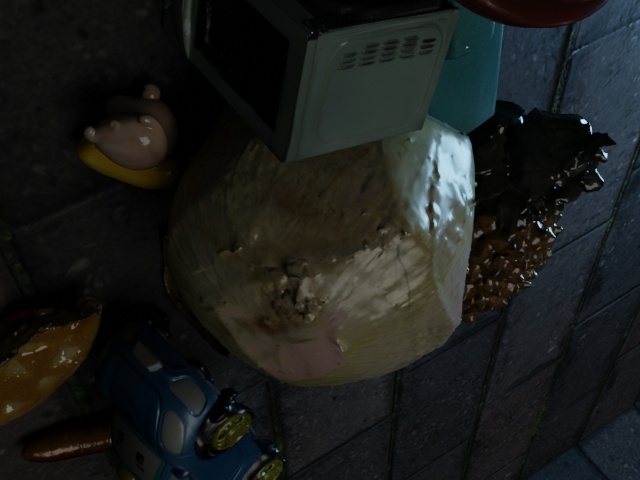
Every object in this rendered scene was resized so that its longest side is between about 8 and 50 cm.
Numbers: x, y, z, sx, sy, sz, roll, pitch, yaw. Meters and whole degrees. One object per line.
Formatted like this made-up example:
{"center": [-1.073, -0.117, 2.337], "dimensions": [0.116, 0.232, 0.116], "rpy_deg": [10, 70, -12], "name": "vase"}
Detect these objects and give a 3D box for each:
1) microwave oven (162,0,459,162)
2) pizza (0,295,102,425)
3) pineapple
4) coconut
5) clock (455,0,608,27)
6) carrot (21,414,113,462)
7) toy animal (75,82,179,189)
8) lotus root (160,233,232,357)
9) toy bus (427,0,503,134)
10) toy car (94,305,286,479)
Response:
{"center": [-0.015, -0.181, 0.684], "dimensions": [0.162, 0.208, 0.122], "rpy_deg": [-18, 141, -30], "name": "microwave oven"}
{"center": [-0.328, 0.136, 0.883], "dimensions": [0.246, 0.058, 0.127], "rpy_deg": [-43, 148, 7], "name": "pizza"}
{"center": [0.203, -0.053, 0.990], "dimensions": [0.223, 0.223, 0.357], "rpy_deg": [-22, 161, -26], "name": "pineapple"}
{"center": [0.000, 0.000, 0.799], "dimensions": [0.297, 0.254, 0.297], "rpy_deg": [7, 145, 5], "name": "coconut"}
{"center": [0.153, -0.325, 0.672], "dimensions": [0.318, 0.080, 0.318], "rpy_deg": [1, 88, -34], "name": "clock"}
{"center": [-0.300, 0.247, 1.054], "dimensions": [0.139, 0.048, 0.048], "rpy_deg": [-5, 133, -40], "name": "carrot"}
{"center": [-0.169, -0.100, 0.759], "dimensions": [0.114, 0.091, 0.082], "rpy_deg": [76, 25, -70], "name": "toy animal"}
{"center": [-0.112, 0.045, 0.976], "dimensions": [0.135, 0.095, 0.159], "rpy_deg": [-23, 103, -34], "name": "lotus root"}
{"center": [0.100, -0.216, 0.820], "dimensions": [0.128, 0.147, 0.256], "rpy_deg": [-32, 147, -17], "name": "toy bus"}
{"center": [-0.172, 0.218, 0.995], "dimensions": [0.166, 0.198, 0.314], "rpy_deg": [-43, 150, -16], "name": "toy car"}
